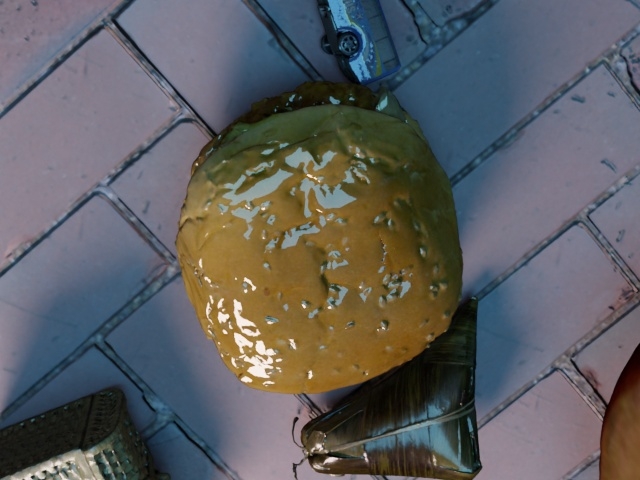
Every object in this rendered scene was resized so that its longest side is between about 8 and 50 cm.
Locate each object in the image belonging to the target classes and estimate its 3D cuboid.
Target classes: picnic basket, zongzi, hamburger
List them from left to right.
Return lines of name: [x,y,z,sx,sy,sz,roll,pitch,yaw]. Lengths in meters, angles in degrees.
picnic basket: [-0.217,0.267,1.152,0.154,0.134,0.196,-23,106,1]
hamburger: [-0.001,0.001,1.076,0.259,0.144,0.283,-21,110,2]
zongzi: [0.065,0.145,1.172,0.187,0.084,0.184,1,92,0]

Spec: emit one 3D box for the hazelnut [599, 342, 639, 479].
hazelnut: [0.452,0.228,1.087,0.359,0.359,0.409,-7,115,-2]

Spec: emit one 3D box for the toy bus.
toy bus: [0.023,-0.216,1.072,0.061,0.051,0.153,-23,107,-10]
